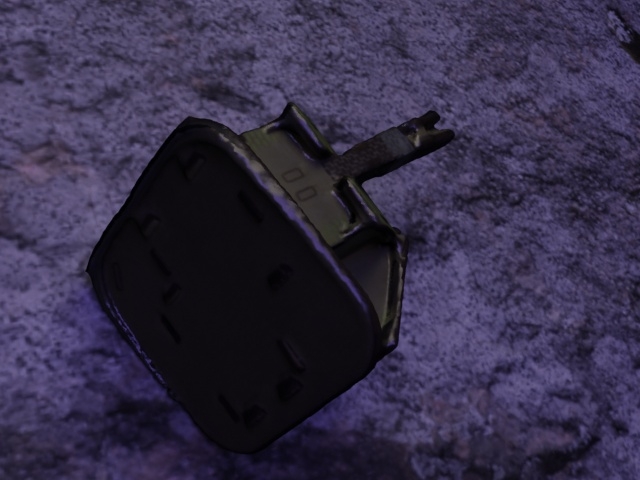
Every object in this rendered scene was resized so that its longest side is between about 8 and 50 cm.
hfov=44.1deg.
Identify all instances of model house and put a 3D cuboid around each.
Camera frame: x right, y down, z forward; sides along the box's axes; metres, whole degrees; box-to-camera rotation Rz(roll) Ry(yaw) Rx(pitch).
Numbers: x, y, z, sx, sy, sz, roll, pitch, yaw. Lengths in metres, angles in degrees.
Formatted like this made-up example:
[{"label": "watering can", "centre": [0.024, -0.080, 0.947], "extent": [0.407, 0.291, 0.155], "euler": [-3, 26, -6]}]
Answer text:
[{"label": "model house", "centre": [0.000, 0.000, 0.639], "extent": [0.205, 0.218, 0.278], "euler": [52, 41, 5]}]
